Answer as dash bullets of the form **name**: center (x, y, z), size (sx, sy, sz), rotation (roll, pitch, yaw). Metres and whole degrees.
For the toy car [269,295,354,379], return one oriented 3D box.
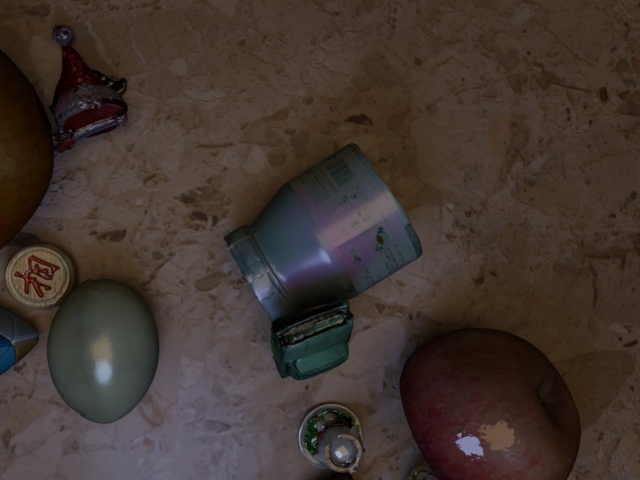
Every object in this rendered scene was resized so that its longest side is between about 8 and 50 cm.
- **toy car**: center (-0.010, 0.181, 1.297), size (0.142, 0.320, 0.097), rotation (-21, 74, -9)

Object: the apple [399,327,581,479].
- **apple**: center (0.314, 0.314, 1.348), size (0.270, 0.345, 0.344), rotation (-28, 95, 14)

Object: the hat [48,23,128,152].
- **hat**: center (-0.440, -0.283, 1.342), size (0.140, 0.129, 0.227), rotation (-27, 76, 13)

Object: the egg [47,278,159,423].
- **egg**: center (-0.374, 0.190, 1.298), size (0.187, 0.186, 0.253), rotation (-5, 91, -10)

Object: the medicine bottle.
- **medicine bottle**: center (0.000, 0.000, 1.339), size (0.290, 0.245, 0.245), rotation (-33, 96, 1)

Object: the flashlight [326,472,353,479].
- **flashlight**: center (-0.038, 0.511, 1.394), size (0.232, 0.093, 0.092), rotation (-24, 94, 3)

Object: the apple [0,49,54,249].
- **apple**: center (-0.627, -0.152, 1.180), size (0.401, 0.333, 0.399), rotation (0, 89, -10)

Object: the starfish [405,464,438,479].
- **starfish**: center (0.166, 0.586, 1.440), size (0.376, 0.094, 0.326), rotation (4, 90, -2)

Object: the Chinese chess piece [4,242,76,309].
- **Chinese chess piece**: center (-0.502, 0.064, 1.345), size (0.122, 0.051, 0.122), rotation (0, 91, -10)

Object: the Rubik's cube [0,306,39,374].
- **Rubik's cube**: center (-0.610, 0.211, 1.286), size (0.255, 0.254, 0.254), rotation (0, 90, -10)

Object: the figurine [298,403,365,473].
- **figurine**: center (0.030, 0.377, 1.386), size (0.133, 0.154, 0.132), rotation (0, 90, -10)
